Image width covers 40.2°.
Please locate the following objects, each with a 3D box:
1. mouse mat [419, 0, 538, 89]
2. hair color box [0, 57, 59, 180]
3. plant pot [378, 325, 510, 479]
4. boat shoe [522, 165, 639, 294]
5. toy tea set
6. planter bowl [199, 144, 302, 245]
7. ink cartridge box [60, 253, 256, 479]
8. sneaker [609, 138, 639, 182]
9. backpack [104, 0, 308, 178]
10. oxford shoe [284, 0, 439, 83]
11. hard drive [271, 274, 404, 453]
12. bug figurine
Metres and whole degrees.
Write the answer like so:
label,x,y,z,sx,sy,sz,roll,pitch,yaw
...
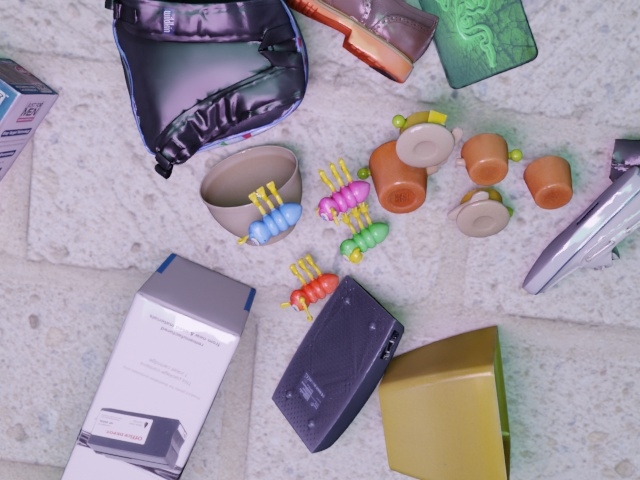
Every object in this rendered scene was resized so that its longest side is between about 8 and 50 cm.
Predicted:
label,x,y,z,sx,sy,sz,roll,pitch,yaw
mouse mat,0.248,-0.352,1.392,0.153,0.007,0.189,-21,99,5
hair color box,-0.569,-0.118,1.363,0.105,0.174,0.347,37,99,-4
plant pot,0.202,0.273,1.416,0.187,0.212,0.212,-5,101,14
boat shoe,0.435,0.004,1.388,0.088,0.096,0.267,41,111,0
toy tea set,0.232,-0.116,1.386,0.336,0.124,0.200,17,136,-20
planter bowl,-0.098,-0.061,1.387,0.162,0.162,0.109,-17,127,4
ink cartridge box,-0.258,0.251,1.369,0.166,0.285,0.394,24,100,-4
sneaker,0.528,-0.064,1.415,0.118,0.083,0.222,3,110,21
backpack,-0.149,-0.261,1.313,0.263,0.213,0.276,-10,106,11
oxford shoe,0.018,-0.396,1.332,0.364,0.130,0.132,35,94,-17
hard drive,0.029,0.202,1.423,0.054,0.172,0.254,23,102,-38
bug figurine,0.000,0.000,1.350,0.216,0.072,0.279,-35,141,-6
